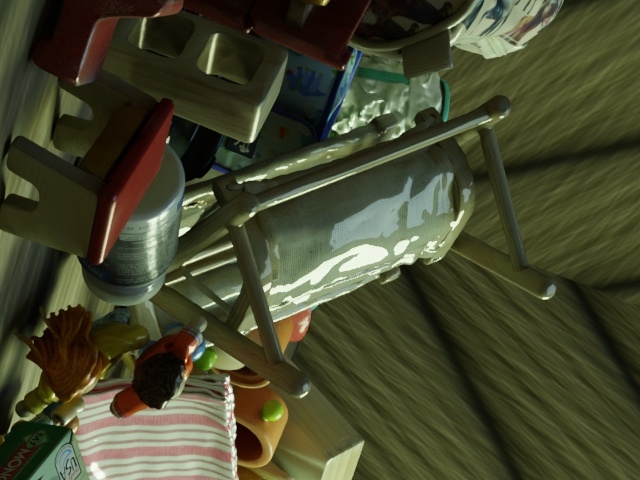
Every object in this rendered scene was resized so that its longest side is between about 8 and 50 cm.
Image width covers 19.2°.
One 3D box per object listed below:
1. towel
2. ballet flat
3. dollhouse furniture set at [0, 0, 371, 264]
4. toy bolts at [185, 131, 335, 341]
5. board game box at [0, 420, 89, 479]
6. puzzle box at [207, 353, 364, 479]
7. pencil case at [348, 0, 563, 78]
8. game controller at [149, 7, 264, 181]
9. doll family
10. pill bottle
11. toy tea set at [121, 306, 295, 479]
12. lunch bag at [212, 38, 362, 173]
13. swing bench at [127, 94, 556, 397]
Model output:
[{"bbox_3d":[-0.145,0.179,1.655,0.197,0.144,0.029,89,-2,-53],"label":"towel"},{"bbox_3d":[-0.009,-0.062,1.926,0.409,0.147,0.147,-55,-173,48],"label":"ballet flat"},{"bbox_3d":[-0.055,-0.165,1.226,0.201,0.152,0.374,106,7,-46],"label":"dollhouse furniture set"},{"bbox_3d":[-0.102,-0.017,1.794,0.218,0.158,0.228,42,-50,52],"label":"toy bolts"},{"bbox_3d":[-0.226,0.294,1.195,0.317,0.046,0.213,-53,138,-47],"label":"board game box"},{"bbox_3d":[-0.099,0.250,1.976,0.052,0.272,0.409,-25,148,-34],"label":"puzzle box"},{"bbox_3d":[0.107,-0.236,1.648,0.410,0.160,0.183,-19,105,-72],"label":"pencil case"},{"bbox_3d":[-0.077,-0.198,1.503,0.319,0.067,0.166,-69,161,-8],"label":"game controller"},{"bbox_3d":[-0.196,0.133,1.365,0.263,0.118,0.163,-51,-177,6],"label":"doll family"},{"bbox_3d":[-0.141,-0.013,1.381,0.137,0.078,0.078,103,9,-58],"label":"pill bottle"},{"bbox_3d":[-0.126,0.169,1.732,0.124,0.200,0.336,-55,161,-40],"label":"toy tea set"},{"bbox_3d":[-0.049,-0.124,1.632,0.096,0.129,0.151,-23,136,-82],"label":"lunch bag"},{"bbox_3d":[0.000,0.000,1.503,0.255,0.253,0.165,4,-68,59],"label":"swing bench"}]
